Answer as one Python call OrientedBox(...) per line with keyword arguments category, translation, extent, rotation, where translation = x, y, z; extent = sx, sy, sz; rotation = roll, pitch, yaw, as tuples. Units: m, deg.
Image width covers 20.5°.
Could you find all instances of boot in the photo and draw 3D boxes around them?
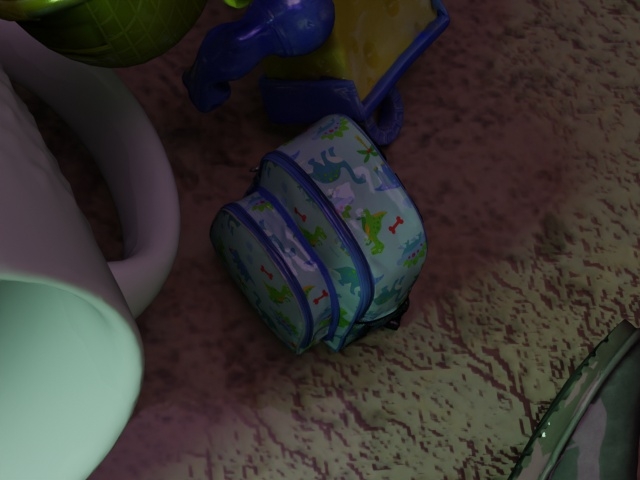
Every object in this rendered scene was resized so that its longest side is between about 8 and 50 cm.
OrientedBox(category="boot", translation=(0.189, 0.166, 0.889), extent=(0.208, 0.076, 0.189), rotation=(29, 77, 9))

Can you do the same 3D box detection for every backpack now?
OrientedBox(category="backpack", translation=(0.000, 0.000, 0.897), extent=(0.084, 0.114, 0.105), rotation=(-31, 77, -23))

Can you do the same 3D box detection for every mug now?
OrientedBox(category="mug", translation=(-0.230, -0.029, 0.792), extent=(0.374, 0.276, 0.328), rotation=(-6, 53, -40))

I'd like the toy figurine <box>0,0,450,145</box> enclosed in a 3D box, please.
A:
OrientedBox(category="toy figurine", translation=(0.017, -0.124, 0.903), extent=(0.191, 0.217, 0.362), rotation=(8, 41, 29))
